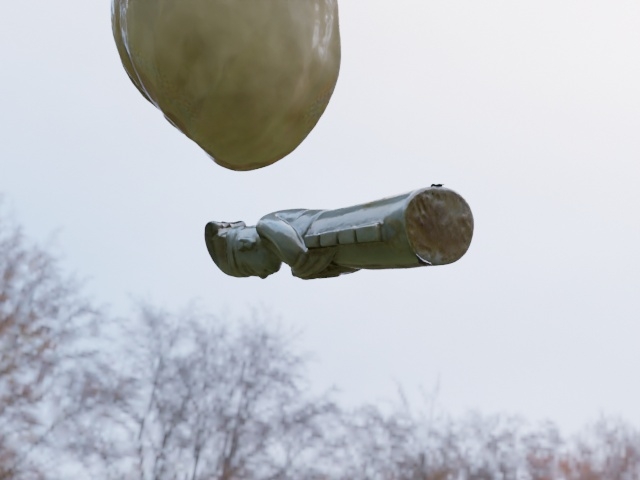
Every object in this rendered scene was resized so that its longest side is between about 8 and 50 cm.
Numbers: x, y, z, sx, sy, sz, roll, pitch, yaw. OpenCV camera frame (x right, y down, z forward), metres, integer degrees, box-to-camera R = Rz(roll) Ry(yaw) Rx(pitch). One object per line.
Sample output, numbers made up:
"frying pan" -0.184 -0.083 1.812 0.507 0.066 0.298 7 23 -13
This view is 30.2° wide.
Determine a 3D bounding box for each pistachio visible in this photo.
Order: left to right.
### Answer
"pistachio" -0.089 -0.222 1.140 0.229 0.309 0.230 5 4 0

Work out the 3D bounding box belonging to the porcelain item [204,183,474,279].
"porcelain item" 0.000 0.000 0.829 0.213 0.054 0.084 -7 -5 43
